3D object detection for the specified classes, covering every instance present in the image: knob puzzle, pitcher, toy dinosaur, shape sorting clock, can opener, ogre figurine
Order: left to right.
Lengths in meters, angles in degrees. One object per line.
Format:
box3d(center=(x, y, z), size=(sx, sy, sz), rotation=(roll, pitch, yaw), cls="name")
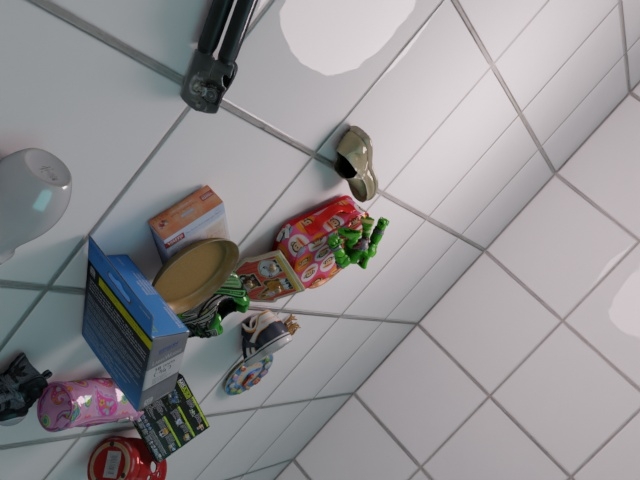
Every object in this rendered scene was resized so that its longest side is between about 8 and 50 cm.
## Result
box3d(center=(-0.479, -0.055, 1.181), size=(0.207, 0.125, 0.178), rotation=(-43, 180, 24), cls="pitcher")
box3d(center=(-0.168, -0.350, 1.270), size=(0.283, 0.076, 0.095), rotation=(-62, -176, 33), cls="can opener")
box3d(center=(-0.243, 0.457, 2.497), size=(0.206, 0.040, 0.206), rotation=(-36, 156, -20), cls="shape sorting clock")
box3d(center=(-0.162, 0.114, 1.946), size=(0.213, 0.030, 0.213), rotation=(-2, 136, -2), cls="knob puzzle")
box3d(center=(-0.123, 0.307, 2.417), size=(0.112, 0.064, 0.211), rotation=(-52, 155, 20), cls="toy dinosaur")
box3d(center=(0.099, 0.011, 1.977), size=(0.197, 0.096, 0.118), rotation=(-38, 142, -47), cls="ogre figurine")

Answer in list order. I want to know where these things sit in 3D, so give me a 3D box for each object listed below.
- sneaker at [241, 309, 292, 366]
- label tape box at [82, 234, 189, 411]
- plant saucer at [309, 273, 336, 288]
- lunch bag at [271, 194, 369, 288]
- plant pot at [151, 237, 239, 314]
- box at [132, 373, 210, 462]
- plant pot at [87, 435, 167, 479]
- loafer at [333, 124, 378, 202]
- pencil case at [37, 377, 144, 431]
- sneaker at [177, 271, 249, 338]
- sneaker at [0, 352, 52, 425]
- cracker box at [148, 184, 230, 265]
box3d(center=(-0.179, 0.297, 2.250), size=(0.126, 0.127, 0.321), rotation=(-26, 171, -28), cls="sneaker")
box3d(center=(-0.386, 0.161, 1.512), size=(0.106, 0.240, 0.334), rotation=(-25, 150, -38), cls="label tape box")
box3d(center=(0.025, 0.071, 2.285), size=(0.200, 0.037, 0.200), rotation=(-37, 160, -15), cls="plant saucer")
box3d(center=(0.000, 0.000, 2.035), size=(0.293, 0.120, 0.258), rotation=(-27, 151, -35), cls="lunch bag")
box3d(center=(-0.287, 0.076, 1.631), size=(0.236, 0.032, 0.236), rotation=(-35, 156, -19), cls="plant pot")
box3d(center=(-0.441, 0.514, 2.113), size=(0.184, 0.191, 0.045), rotation=(-34, -161, -29), cls="box")
box3d(center=(-0.573, 0.667, 2.128), size=(0.191, 0.191, 0.174), rotation=(-44, 148, -3), cls="plant pot")
box3d(center=(0.085, -0.187, 1.903), size=(0.092, 0.102, 0.268), rotation=(-36, 146, -16), cls="loafer")
box3d(center=(-0.555, 0.401, 1.790), size=(0.124, 0.124, 0.284), rotation=(-49, 156, 10), cls="pencil case")
box3d(center=(-0.325, 0.189, 1.782), size=(0.343, 0.146, 0.134), rotation=(-34, 155, -23), cls="sneaker")
box3d(center=(-0.661, 0.302, 1.483), size=(0.153, 0.101, 0.268), rotation=(-46, 163, 2), cls="sneaker")
box3d(center=(-0.285, -0.002, 1.629), size=(0.155, 0.067, 0.232), rotation=(-35, 156, -20), cls="cracker box")
